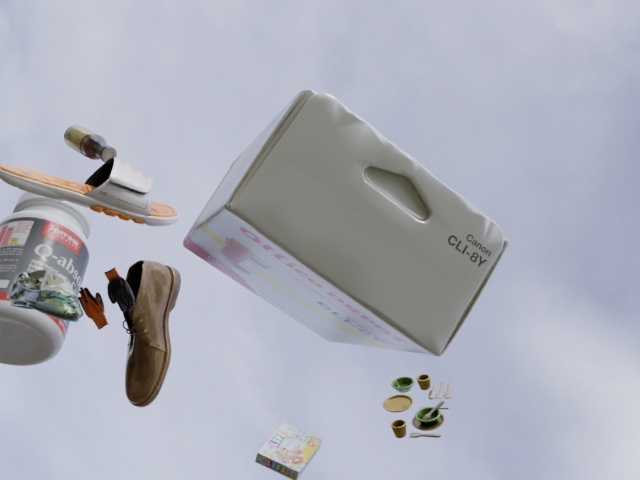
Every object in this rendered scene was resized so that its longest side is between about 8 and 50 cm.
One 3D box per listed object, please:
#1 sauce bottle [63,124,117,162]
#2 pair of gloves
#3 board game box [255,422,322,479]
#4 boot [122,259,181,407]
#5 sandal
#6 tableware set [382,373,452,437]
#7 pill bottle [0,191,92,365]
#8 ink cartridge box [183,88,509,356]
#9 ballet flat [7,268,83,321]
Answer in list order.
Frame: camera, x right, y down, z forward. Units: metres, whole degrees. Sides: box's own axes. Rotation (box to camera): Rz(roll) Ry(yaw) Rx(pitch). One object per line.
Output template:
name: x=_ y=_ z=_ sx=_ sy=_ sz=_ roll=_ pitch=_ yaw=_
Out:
sauce bottle: x=-0.359 y=-0.149 z=1.108 sx=0.128 sy=0.042 sz=0.042 roll=28 pitch=-61 yaw=41
pair of gloves: x=-0.337 y=0.091 z=1.111 sx=0.083 sy=0.010 sz=0.074 roll=-32 pitch=-93 yaw=3
board game box: x=-0.070 y=0.480 z=1.612 sx=0.103 sy=0.154 sz=0.026 roll=20 pitch=-72 yaw=14
boot: x=-0.376 y=0.189 z=1.467 sx=0.112 sy=0.115 sz=0.305 roll=-3 pitch=-108 yaw=26
sandal: x=-0.319 y=-0.085 z=1.015 sx=0.102 sy=0.265 sz=0.076 roll=35 pitch=-74 yaw=57
tableware set: x=0.140 y=0.244 z=1.059 sx=0.104 sy=0.154 sz=0.024 roll=-6 pitch=-71 yaw=20
pill bottle: x=-0.620 y=0.067 z=1.521 sx=0.210 sy=0.362 sz=0.210 roll=0 pitch=-42 yaw=0
ink cartridge box: x=0.000 y=0.000 z=0.881 sx=0.279 sy=0.160 sz=0.385 roll=35 pitch=-15 yaw=-11
ballet flat: x=-0.392 y=0.073 z=1.006 sx=0.188 sy=0.070 sz=0.070 roll=5 pitch=-70 yaw=43
